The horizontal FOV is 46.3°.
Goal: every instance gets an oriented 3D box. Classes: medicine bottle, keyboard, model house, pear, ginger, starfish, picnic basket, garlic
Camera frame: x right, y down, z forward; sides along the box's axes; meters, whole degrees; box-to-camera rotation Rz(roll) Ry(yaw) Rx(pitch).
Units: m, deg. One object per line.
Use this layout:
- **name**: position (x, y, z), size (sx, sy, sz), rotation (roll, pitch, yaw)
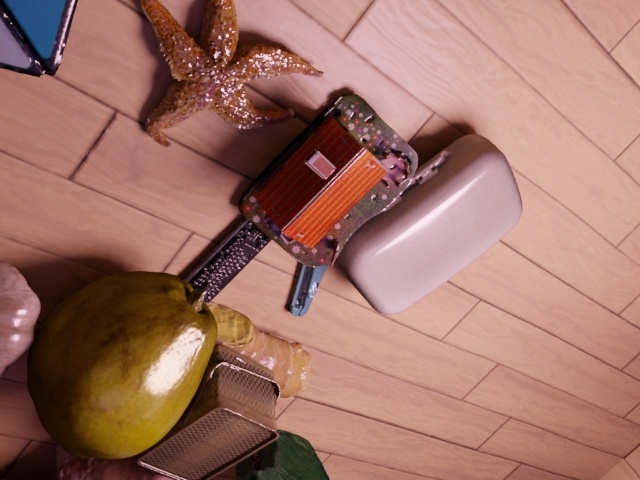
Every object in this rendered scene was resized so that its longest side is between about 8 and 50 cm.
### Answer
- **medicine bottle**: position (0.215, -0.024, 1.463), size (0.375, 0.123, 0.282), rotation (-38, 140, -1)
- **keyboard**: position (-0.162, 0.025, 1.395), size (0.230, 0.025, 0.094), rotation (-45, 135, 12)
- **model house**: position (0.020, -0.079, 1.262), size (0.207, 0.154, 0.294), rotation (43, 101, -14)
- **pear**: position (-0.326, 0.194, 1.274), size (0.375, 0.287, 0.287), rotation (-41, 134, 2)
- **ginger**: position (-0.154, 0.230, 1.503), size (0.190, 0.126, 0.354), rotation (-35, 131, 8)
- **starfish**: position (-0.150, -0.270, 1.134), size (0.299, 0.060, 0.302), rotation (-24, 133, -4)
- **picnic basket**: position (-0.215, 0.331, 1.404), size (0.267, 0.139, 0.165), rotation (-36, 129, 24)
- **garlic**: position (-0.545, 0.128, 1.207), size (0.219, 0.218, 0.212), rotation (-26, 170, -5)

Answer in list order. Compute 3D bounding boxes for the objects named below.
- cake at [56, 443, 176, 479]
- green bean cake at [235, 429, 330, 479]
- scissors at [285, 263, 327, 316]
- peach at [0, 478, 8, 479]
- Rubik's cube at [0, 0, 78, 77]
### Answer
- **cake**: position (-0.382, 0.523, 1.559), size (0.237, 0.230, 0.308), rotation (-21, 135, -6)
- **green bean cake**: position (-0.105, 0.578, 1.684), size (0.169, 0.307, 0.300), rotation (-44, 134, 15)
- **scissors**: position (0.000, 0.000, 1.450), size (0.180, 0.032, 0.392), rotation (1, 126, -27)
- **peach**: position (-0.607, 0.618, 1.486), size (0.307, 0.242, 0.380), rotation (1, 137, -6)
- **Rubik's cube**: position (-0.394, -0.354, 0.811), size (0.247, 0.248, 0.250), rotation (9, 121, -33)
